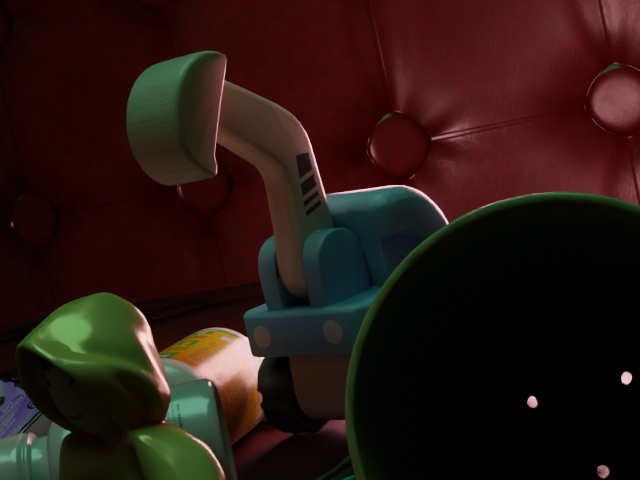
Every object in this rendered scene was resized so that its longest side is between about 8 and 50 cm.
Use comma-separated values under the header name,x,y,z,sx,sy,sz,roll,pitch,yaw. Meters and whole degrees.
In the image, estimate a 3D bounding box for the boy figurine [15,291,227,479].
name,x,y,z,sx,sy,sz,roll,pitch,yaw
boy figurine,-0.110,0.174,0.814,0.092,0.285,0.177,-17,10,-40

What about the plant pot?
name,x,y,z,sx,sy,sz,roll,pitch,yaw
plant pot,0.183,0.123,0.978,0.275,0.274,0.293,-11,-10,12

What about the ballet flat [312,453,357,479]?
name,x,y,z,sx,sy,sz,roll,pitch,yaw
ballet flat,0.041,0.211,1.130,0.280,0.095,0.096,-16,-6,-32

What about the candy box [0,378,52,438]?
name,x,y,z,sx,sy,sz,roll,pitch,yaw
candy box,-0.383,0.229,1.463,0.196,0.070,0.165,9,46,43

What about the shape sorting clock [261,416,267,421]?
name,x,y,z,sx,sy,sz,roll,pitch,yaw
shape sorting clock,-0.057,0.196,1.748,0.206,0.040,0.206,-12,5,1

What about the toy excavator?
name,x,y,z,sx,sy,sz,roll,pitch,yaw
toy excavator,0.000,0.000,1.496,0.222,0.445,0.433,-8,7,43

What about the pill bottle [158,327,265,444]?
name,x,y,z,sx,sy,sz,roll,pitch,yaw
pill bottle,-0.156,0.189,1.527,0.136,0.136,0.246,-11,6,20

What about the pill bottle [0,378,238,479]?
name,x,y,z,sx,sy,sz,roll,pitch,yaw
pill bottle,-0.203,0.223,1.328,0.229,0.131,0.131,-12,5,-2
